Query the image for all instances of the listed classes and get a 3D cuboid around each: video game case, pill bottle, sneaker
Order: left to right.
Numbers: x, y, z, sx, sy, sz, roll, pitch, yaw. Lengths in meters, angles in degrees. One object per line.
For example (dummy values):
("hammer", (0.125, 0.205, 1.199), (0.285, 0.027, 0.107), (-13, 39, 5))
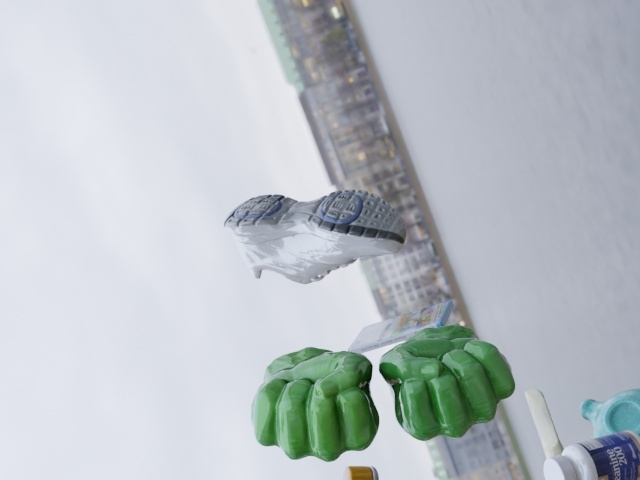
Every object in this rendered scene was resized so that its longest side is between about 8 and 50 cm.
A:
("sneaker", (0.000, 0.000, 1.467), (0.111, 0.297, 0.129), (-48, -50, -45))
("video game case", (0.135, 0.146, 1.634), (0.015, 0.166, 0.119), (68, -159, -7))
("pill bottle", (0.342, 0.281, 1.216), (0.067, 0.120, 0.067), (170, 90, -73))

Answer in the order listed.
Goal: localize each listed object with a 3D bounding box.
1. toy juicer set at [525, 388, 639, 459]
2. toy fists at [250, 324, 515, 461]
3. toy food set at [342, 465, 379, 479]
("toy juicer set", (0.463, 0.313, 1.446), (0.089, 0.329, 0.209), (42, -133, -43))
("toy fists", (0.063, 0.157, 1.031), (0.142, 0.279, 0.096), (-104, 6, -69))
("toy food set", (0.087, 0.399, 1.221), (0.111, 0.105, 0.232), (136, 137, -69))
